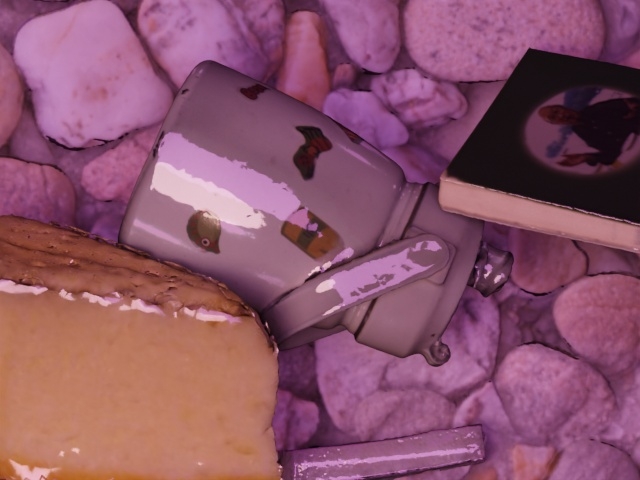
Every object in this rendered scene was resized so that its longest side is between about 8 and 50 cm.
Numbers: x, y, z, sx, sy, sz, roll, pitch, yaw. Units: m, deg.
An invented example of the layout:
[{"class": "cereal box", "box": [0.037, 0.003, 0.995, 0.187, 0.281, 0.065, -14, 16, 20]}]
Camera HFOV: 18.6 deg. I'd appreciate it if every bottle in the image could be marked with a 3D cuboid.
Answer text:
[{"class": "bottle", "box": [0.000, 0.000, 1.841, 0.352, 0.229, 0.229, 26, 84, -1]}]

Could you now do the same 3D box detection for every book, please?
[{"class": "book", "box": [0.324, -0.073, 1.796, 0.371, 0.043, 0.260, 13, 39, 21]}]

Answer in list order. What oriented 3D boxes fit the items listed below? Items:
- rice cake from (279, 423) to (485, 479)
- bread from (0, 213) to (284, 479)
[{"class": "rice cake", "box": [0.060, 0.211, 1.899, 0.207, 0.036, 0.047, -9, 72, -1]}, {"class": "bread", "box": [-0.230, 0.135, 1.732, 0.315, 0.279, 0.248, 18, 113, 39]}]
